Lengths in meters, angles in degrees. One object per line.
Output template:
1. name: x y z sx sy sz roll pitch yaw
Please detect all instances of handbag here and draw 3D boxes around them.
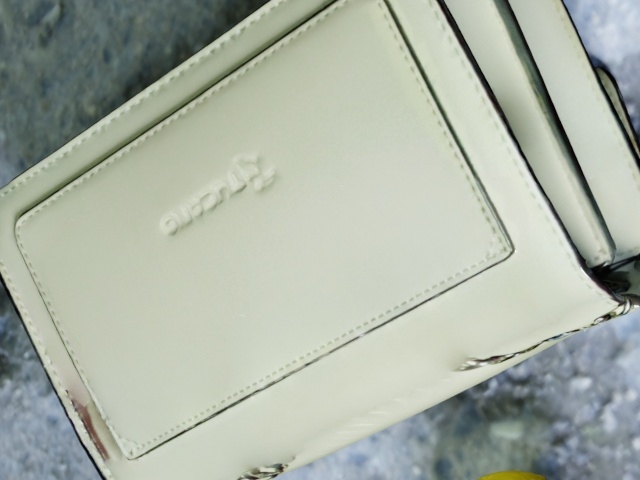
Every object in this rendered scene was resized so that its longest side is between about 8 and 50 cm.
1. handbag: 0.000 0.000 1.051 0.358 0.160 0.237 -30 79 34

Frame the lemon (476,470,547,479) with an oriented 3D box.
1. lemon: 0.107 0.162 1.028 0.092 0.065 0.065 -27 74 27
